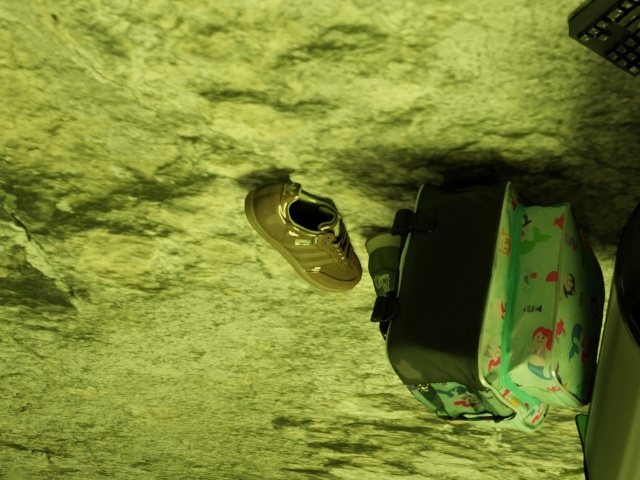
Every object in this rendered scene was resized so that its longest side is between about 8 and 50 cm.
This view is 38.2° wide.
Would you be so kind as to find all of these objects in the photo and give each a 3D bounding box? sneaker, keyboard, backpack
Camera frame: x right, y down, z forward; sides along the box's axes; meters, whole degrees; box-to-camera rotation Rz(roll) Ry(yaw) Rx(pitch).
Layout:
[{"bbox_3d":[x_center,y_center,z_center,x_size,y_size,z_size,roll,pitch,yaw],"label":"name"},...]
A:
[{"bbox_3d":[0.121,0.069,1.062,0.064,0.086,0.192,-31,133,30],"label":"sneaker"},{"bbox_3d":[0.274,-0.174,0.656,0.108,0.023,0.180,21,150,-20],"label":"keyboard"},{"bbox_3d":[0.000,0.000,1.007,0.071,0.066,0.188,-16,143,36],"label":"sneaker"},{"bbox_3d":[0.183,0.077,0.931,0.191,0.225,0.253,3,155,23],"label":"backpack"}]

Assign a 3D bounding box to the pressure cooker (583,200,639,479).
[{"bbox_3d":[0.413,0.149,0.779,0.370,0.375,0.420,-22,136,-15],"label":"pressure cooker"}]

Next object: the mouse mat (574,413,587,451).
[{"bbox_3d":[0.458,0.334,1.354,0.152,0.190,0.007,12,125,-4],"label":"mouse mat"}]
